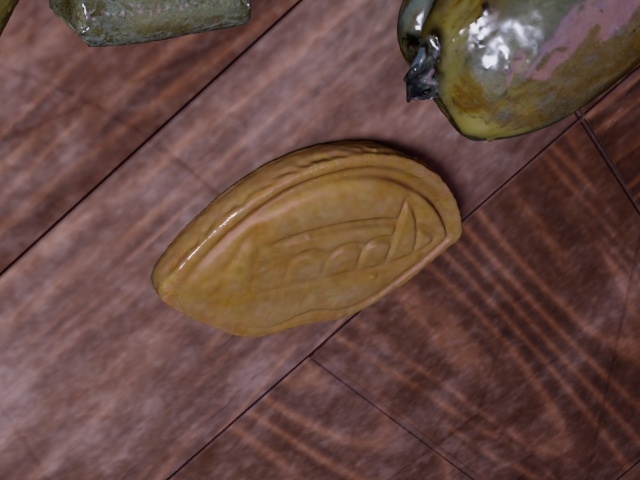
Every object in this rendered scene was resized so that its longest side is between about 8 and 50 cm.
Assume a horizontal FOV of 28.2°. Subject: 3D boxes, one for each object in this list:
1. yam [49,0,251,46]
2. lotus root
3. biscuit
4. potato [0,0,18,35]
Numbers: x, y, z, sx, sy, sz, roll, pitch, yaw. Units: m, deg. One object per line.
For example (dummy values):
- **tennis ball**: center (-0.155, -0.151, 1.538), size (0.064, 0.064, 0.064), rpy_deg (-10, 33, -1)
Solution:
- **yam**: center (-0.082, -0.118, 0.619), size (0.094, 0.043, 0.043), rpy_deg (-15, 136, -27)
- **lotus root**: center (0.142, -0.151, 0.685), size (0.241, 0.124, 0.123), rpy_deg (-42, 125, 9)
- **biscuit**: center (0.000, 0.000, 0.803), size (0.221, 0.029, 0.142), rpy_deg (-8, 132, -30)
- **potato**: center (-0.185, -0.114, 0.479), size (0.157, 0.157, 0.194), rpy_deg (38, 77, -49)
